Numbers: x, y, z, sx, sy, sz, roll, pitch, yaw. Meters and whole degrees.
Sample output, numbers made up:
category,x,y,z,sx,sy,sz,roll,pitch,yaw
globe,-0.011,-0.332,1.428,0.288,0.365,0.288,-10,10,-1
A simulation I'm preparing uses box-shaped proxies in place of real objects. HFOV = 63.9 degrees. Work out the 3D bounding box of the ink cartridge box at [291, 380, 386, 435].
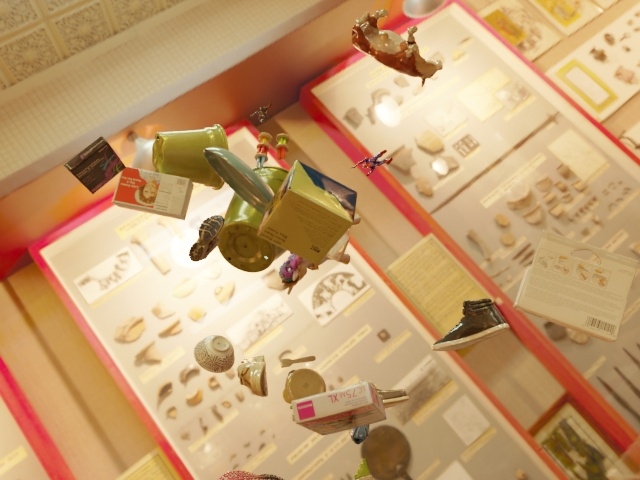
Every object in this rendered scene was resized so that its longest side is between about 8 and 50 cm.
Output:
category,x,y,z,sx,sy,sz,roll,pitch,yaw
ink cartridge box,0.060,0.429,1.282,0.186,0.065,0.311,-16,-27,6

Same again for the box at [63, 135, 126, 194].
category,x,y,z,sx,sy,sz,roll,pitch,yaw
box,-0.568,-0.189,1.304,0.116,0.029,0.162,-44,-9,-13

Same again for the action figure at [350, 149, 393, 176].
category,x,y,z,sx,sy,sz,roll,pitch,yaw
action figure,0.269,-0.408,2.788,0.139,0.091,0.280,-39,10,-13

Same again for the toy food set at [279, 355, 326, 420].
category,x,y,z,sx,sy,sz,roll,pitch,yaw
toy food set,-0.050,0.442,1.530,0.132,0.192,0.038,-5,-38,-16

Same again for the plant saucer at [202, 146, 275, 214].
category,x,y,z,sx,sy,sz,roll,pitch,yaw
plant saucer,-0.243,-0.188,1.637,0.043,0.317,0.317,-48,-12,-13

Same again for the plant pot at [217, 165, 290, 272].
category,x,y,z,sx,sy,sz,roll,pitch,yaw
plant pot,-0.241,-0.060,2.073,0.366,0.366,0.353,-51,8,37

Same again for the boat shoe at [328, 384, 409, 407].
category,x,y,z,sx,sy,sz,roll,pitch,yaw
boat shoe,0.184,0.621,2.026,0.324,0.096,0.116,-14,-33,8

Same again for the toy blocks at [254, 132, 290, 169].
category,x,y,z,sx,sy,sz,roll,pitch,yaw
toy blocks,-0.179,-0.326,1.900,0.123,0.148,0.054,4,-31,3

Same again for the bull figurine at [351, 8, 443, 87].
category,x,y,z,sx,sy,sz,roll,pitch,yaw
bull figurine,0.232,-0.592,1.577,0.101,0.310,0.188,-64,-7,-11

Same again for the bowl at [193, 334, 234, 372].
category,x,y,z,sx,sy,sz,roll,pitch,yaw
bowl,-0.405,0.428,2.016,0.170,0.170,0.080,-23,-31,-51

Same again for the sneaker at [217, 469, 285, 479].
category,x,y,z,sx,sy,sz,roll,pitch,yaw
sneaker,-0.221,0.848,1.716,0.299,0.121,0.112,30,-108,-38

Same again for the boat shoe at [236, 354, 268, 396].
category,x,y,z,sx,sy,sz,roll,pitch,yaw
boat shoe,-0.227,0.450,1.703,0.098,0.109,0.302,-5,2,-7

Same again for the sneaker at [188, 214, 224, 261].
category,x,y,z,sx,sy,sz,roll,pitch,yaw
sneaker,-0.280,-0.006,1.293,0.135,0.052,0.058,-55,-20,10

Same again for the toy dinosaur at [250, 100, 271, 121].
category,x,y,z,sx,sy,sz,roll,pitch,yaw
toy dinosaur,-0.204,-0.456,1.850,0.090,0.047,0.082,-37,11,-2

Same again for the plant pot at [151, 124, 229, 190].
category,x,y,z,sx,sy,sz,roll,pitch,yaw
plant pot,-0.542,-0.343,2.100,0.254,0.276,0.276,-3,-34,-32

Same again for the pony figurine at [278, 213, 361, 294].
category,x,y,z,sx,sy,sz,roll,pitch,yaw
pony figurine,0.000,0.000,1.855,0.363,0.303,0.351,-27,-43,-50

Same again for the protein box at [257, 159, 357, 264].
category,x,y,z,sx,sy,sz,roll,pitch,yaw
protein box,-0.036,-0.074,1.433,0.201,0.200,0.136,-51,19,40

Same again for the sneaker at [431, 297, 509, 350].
category,x,y,z,sx,sy,sz,roll,pitch,yaw
sneaker,0.531,0.308,1.892,0.296,0.147,0.104,-29,-29,27

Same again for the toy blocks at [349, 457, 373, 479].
category,x,y,z,sx,sy,sz,roll,pitch,yaw
toy blocks,0.063,0.863,1.478,0.261,0.381,0.191,-14,-23,-7

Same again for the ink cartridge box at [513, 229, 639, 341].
category,x,y,z,sx,sy,sz,roll,pitch,yaw
ink cartridge box,0.789,0.139,1.591,0.066,0.296,0.261,54,-123,-75

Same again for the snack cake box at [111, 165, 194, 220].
category,x,y,z,sx,sy,sz,roll,pitch,yaw
snack cake box,-0.637,-0.180,1.964,0.089,0.264,0.152,105,177,-80

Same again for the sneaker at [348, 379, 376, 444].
category,x,y,z,sx,sy,sz,roll,pitch,yaw
sneaker,0.148,0.596,1.750,0.091,0.126,0.240,2,-60,-11
